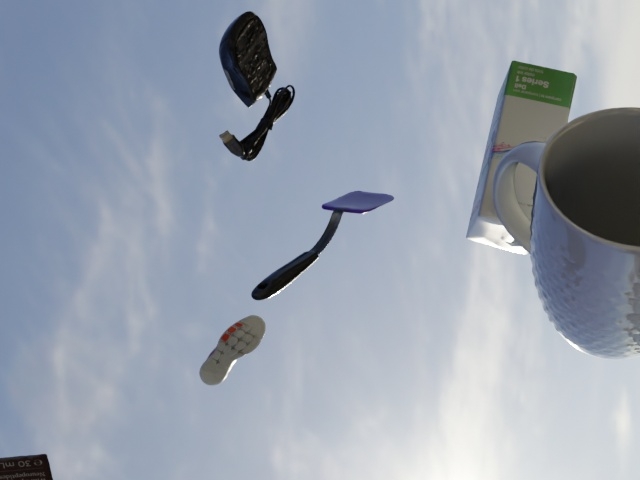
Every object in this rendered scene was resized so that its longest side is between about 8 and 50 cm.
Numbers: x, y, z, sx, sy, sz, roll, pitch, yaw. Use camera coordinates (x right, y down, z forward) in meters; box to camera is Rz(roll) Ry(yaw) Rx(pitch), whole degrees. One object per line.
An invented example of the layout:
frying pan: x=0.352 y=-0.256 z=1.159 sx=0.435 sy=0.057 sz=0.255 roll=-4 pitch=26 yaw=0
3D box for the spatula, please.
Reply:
spatula: x=0.000 y=0.000 z=1.704 sx=0.296 sy=0.084 sz=0.030 roll=-45 pitch=-50 yaw=-41

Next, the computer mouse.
computer mouse: x=-0.138 y=-0.255 z=2.137 sx=0.184 sy=0.060 sz=0.262 roll=-60 pitch=-28 yaw=-20

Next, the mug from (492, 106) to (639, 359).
mug: x=0.411 y=-0.009 z=1.892 sx=0.276 sy=0.374 sz=0.328 roll=-39 pitch=-32 yaw=-26

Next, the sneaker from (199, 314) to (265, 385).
sneaker: x=-0.157 y=0.184 z=2.239 sx=0.061 sy=0.158 sz=0.065 roll=42 pitch=-166 yaw=-10

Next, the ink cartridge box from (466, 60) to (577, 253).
ink cartridge box: x=0.339 y=-0.136 z=2.162 sx=0.201 sy=0.117 sz=0.278 roll=87 pitch=-163 yaw=-79

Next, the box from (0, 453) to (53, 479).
box: x=-0.406 y=0.454 z=1.576 sx=0.381 sy=0.191 sz=0.143 roll=63 pitch=142 yaw=41
